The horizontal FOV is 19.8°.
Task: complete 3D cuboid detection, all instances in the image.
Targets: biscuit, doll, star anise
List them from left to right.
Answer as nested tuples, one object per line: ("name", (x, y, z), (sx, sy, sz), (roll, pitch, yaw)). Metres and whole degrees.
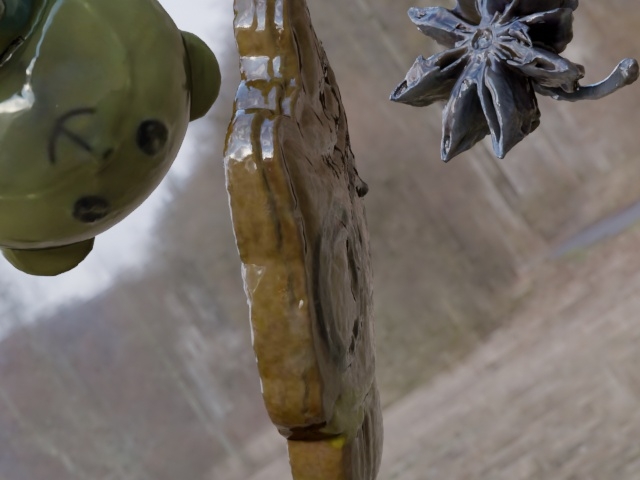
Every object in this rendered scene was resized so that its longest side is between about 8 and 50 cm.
("doll", (-0.187, -0.102, 1.034), (0.177, 0.261, 0.161), (-52, 34, -1))
("biscuit", (0.000, 0.000, 0.913), (0.041, 0.290, 0.208), (-6, 17, 10))
("star anise", (0.165, -0.155, 1.551), (0.089, 0.231, 0.209), (16, -64, -50))
